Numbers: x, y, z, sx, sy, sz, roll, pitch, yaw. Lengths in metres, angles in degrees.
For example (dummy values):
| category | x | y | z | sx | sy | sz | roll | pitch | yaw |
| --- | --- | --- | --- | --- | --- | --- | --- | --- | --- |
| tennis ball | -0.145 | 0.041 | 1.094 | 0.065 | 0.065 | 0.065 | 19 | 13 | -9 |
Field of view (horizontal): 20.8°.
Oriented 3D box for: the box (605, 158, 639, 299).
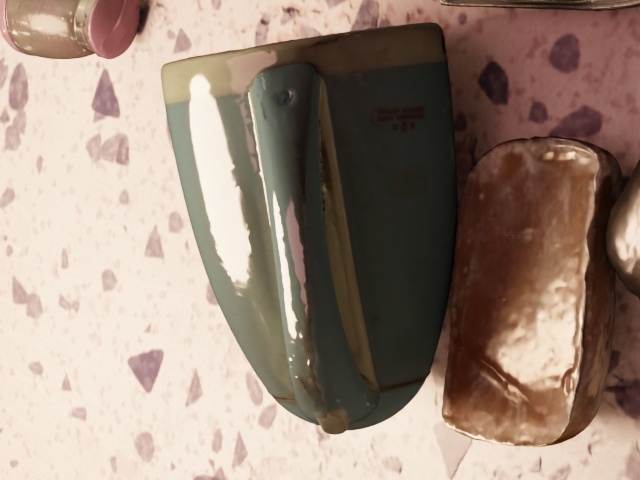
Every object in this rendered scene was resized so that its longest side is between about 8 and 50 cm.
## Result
| category | x | y | z | sx | sy | sz | roll | pitch | yaw |
| --- | --- | --- | --- | --- | --- | --- | --- | --- | --- |
| box | 0.387 | -0.015 | 1.213 | 0.359 | 0.091 | 0.350 | 45 | 130 | 33 |

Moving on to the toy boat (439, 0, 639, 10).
| category | x | y | z | sx | sy | sz | roll | pitch | yaw |
| --- | --- | --- | --- | --- | --- | --- | --- | --- | --- |
| toy boat | 0.210 | -0.256 | 1.399 | 0.319 | 0.092 | 0.141 | 9 | 100 | 43 |

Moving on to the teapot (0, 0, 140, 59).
| category | x | y | z | sx | sy | sz | roll | pitch | yaw |
| --- | --- | --- | --- | --- | --- | --- | --- | --- | --- |
| teapot | -0.255 | -0.254 | 1.866 | 0.146 | 0.148 | 0.116 | 18 | 141 | 31 |

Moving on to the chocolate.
| category | x | y | z | sx | sy | sz | roll | pitch | yaw |
| --- | --- | --- | --- | --- | --- | --- | --- | --- | --- |
| chocolate | 0.189 | 0.044 | 1.440 | 0.157 | 0.080 | 0.254 | 1 | 85 | 51 |

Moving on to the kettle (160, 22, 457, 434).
| category | x | y | z | sx | sy | sz | roll | pitch | yaw |
| --- | --- | --- | --- | --- | --- | --- | --- | --- | --- |
| kettle | 0.000 | 0.000 | 1.476 | 0.247 | 0.319 | 0.342 | -7 | 94 | 10 |
